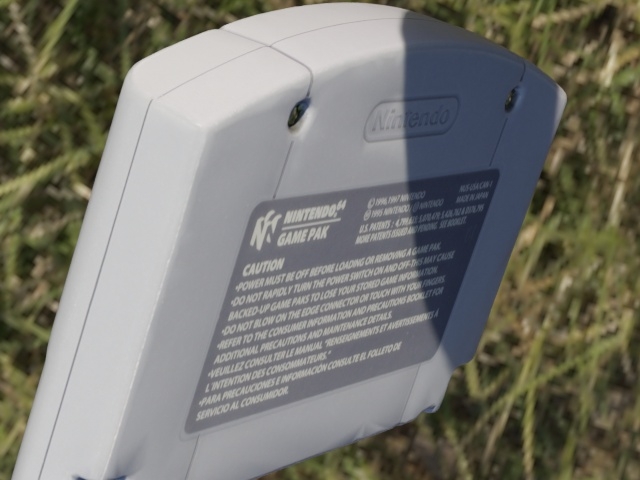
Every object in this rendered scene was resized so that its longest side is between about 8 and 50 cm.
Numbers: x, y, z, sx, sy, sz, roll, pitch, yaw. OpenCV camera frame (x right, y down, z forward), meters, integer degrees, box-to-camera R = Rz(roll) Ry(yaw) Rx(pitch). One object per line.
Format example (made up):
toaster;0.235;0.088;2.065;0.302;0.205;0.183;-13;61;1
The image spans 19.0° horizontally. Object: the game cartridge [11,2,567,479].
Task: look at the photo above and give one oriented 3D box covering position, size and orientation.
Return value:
game cartridge;0.000;0.000;0.798;0.062;0.297;0.198;23;107;28
